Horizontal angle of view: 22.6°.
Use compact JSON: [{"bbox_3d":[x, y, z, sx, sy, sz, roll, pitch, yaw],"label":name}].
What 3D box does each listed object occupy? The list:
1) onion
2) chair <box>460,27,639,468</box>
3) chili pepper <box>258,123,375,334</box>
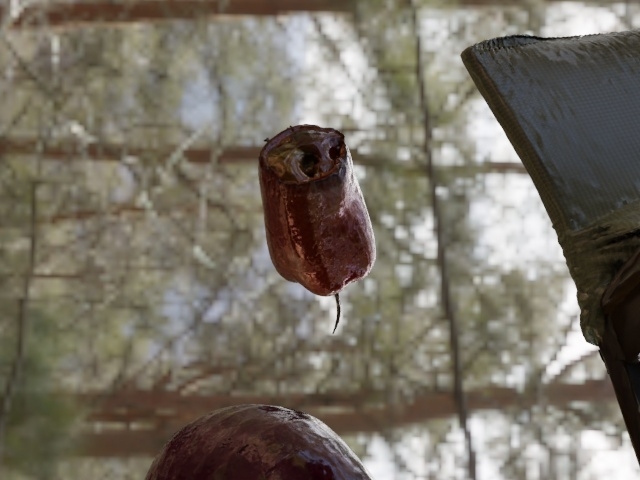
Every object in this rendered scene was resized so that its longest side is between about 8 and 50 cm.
[{"bbox_3d":[-0.030,0.180,0.911,0.177,0.153,0.177,-5,-97,50],"label":"onion"},{"bbox_3d":[0.200,-0.005,0.727,0.186,0.160,0.319,117,-40,-62],"label":"chair"},{"bbox_3d":[0.000,0.000,1.276,0.084,0.086,0.192,-123,-161,-51],"label":"chili pepper"}]
